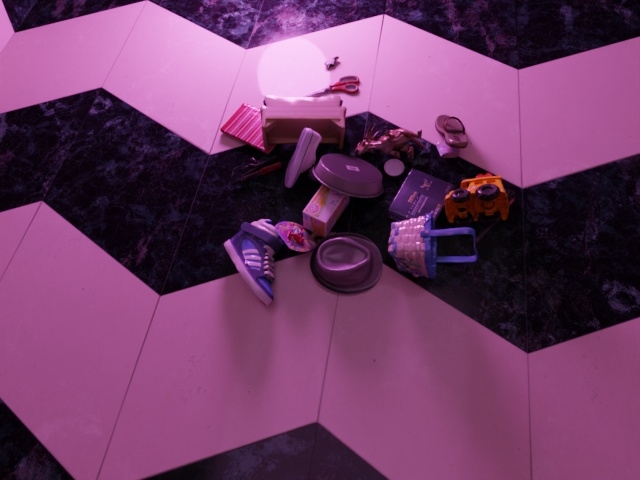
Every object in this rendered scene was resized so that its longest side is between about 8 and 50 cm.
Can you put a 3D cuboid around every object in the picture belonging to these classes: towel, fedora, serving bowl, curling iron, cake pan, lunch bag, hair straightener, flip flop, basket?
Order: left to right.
[{"bbox_3d":[-0.285,-0.310,1.778,0.231,0.047,0.088,-27,66,-4],"label":"hair straightener"},{"bbox_3d":[-0.295,-0.511,1.876,0.275,0.031,0.198,28,68,14],"label":"towel"},{"bbox_3d":[0.094,0.069,1.516,0.276,0.124,0.243,7,72,6],"label":"fedora"},{"bbox_3d":[0.117,-0.264,1.630,0.294,0.054,0.293,12,33,-8],"label":"cake pan"},{"bbox_3d":[0.309,-0.301,1.736,0.084,0.027,0.083,-2,65,4],"label":"serving bowl"},{"bbox_3d":[0.401,0.026,1.461,0.290,0.254,0.200,-7,62,22],"label":"basket"},{"bbox_3d":[0.536,-0.388,1.749,0.084,0.053,0.070,-9,64,-13],"label":"lunch bag"},{"bbox_3d":[0.557,-0.473,1.735,0.113,0.080,0.276,2,37,3],"label":"flip flop"},{"bbox_3d":[0.675,-0.094,1.613,0.068,0.035,0.274,27,72,34],"label":"curling iron"}]

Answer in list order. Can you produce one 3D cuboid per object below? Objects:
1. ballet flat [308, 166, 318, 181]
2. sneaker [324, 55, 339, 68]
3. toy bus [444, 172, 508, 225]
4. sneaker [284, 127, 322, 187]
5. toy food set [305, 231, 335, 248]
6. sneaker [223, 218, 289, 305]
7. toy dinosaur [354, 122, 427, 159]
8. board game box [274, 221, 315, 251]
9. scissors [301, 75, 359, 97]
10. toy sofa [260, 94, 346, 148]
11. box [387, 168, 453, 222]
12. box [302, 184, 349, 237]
[{"bbox_3d":[0.038,-0.267,1.719,0.189,0.070,0.070,10,66,8],"label":"ballet flat"},{"bbox_3d":[0.060,-0.873,2.025,0.083,0.032,0.036,-35,81,-7],"label":"sneaker"},{"bbox_3d":[0.601,-0.178,1.598,0.221,0.149,0.211,-5,43,22],"label":"toy bus"},{"bbox_3d":[-0.068,-0.329,1.702,0.092,0.257,0.094,18,19,-24],"label":"sneaker"},{"bbox_3d":[0.000,0.000,1.622,0.122,0.019,0.077,3,65,-3],"label":"toy food set"},{"bbox_3d":[-0.196,0.057,1.545,0.236,0.130,0.322,-34,62,-7],"label":"sneaker"},{"bbox_3d":[0.305,-0.431,1.756,0.296,0.126,0.200,-10,27,-18],"label":"toy dinosaur"},{"bbox_3d":[-0.088,-0.027,1.561,0.133,0.033,0.168,-9,50,-42],"label":"board game box"},{"bbox_3d":[0.041,-0.727,1.962,0.298,0.021,0.108,-8,67,1],"label":"scissors"},{"bbox_3d":[-0.073,-0.507,1.777,0.364,0.150,0.176,-1,65,-3],"label":"toy sofa"},{"bbox_3d":[0.398,-0.156,1.645,0.184,0.059,0.232,27,69,17],"label":"box"},{"bbox_3d":[0.025,-0.132,1.618,0.103,0.114,0.203,27,64,15],"label":"box"}]
